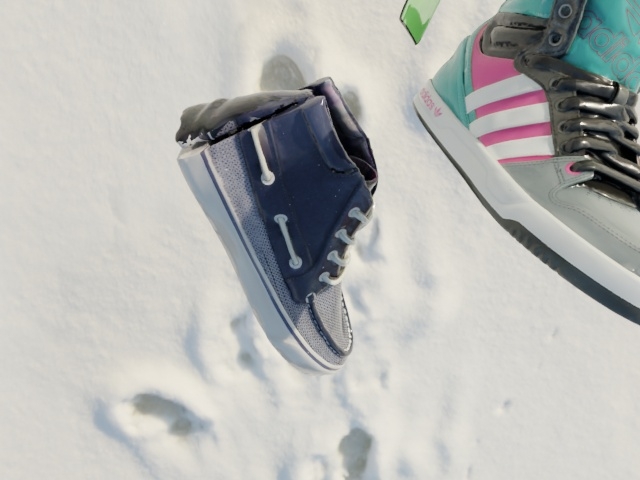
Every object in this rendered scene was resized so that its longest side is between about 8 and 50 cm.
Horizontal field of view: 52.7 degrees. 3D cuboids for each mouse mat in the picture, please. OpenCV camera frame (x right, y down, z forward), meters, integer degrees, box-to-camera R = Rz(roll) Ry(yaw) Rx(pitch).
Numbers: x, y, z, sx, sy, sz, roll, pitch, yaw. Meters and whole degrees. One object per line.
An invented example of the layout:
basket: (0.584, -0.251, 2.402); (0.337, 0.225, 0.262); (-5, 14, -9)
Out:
mouse mat: (0.157, -0.360, 0.902); (0.007, 0.190, 0.152); (29, 101, 12)

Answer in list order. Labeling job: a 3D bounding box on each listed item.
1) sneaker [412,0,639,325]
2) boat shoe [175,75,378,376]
sneaker: (0.190, -0.092, 0.446); (0.124, 0.295, 0.178); (18, 120, -34)
boat shoe: (0.000, 0.000, 0.657); (0.158, 0.127, 0.340); (-15, 122, 20)
